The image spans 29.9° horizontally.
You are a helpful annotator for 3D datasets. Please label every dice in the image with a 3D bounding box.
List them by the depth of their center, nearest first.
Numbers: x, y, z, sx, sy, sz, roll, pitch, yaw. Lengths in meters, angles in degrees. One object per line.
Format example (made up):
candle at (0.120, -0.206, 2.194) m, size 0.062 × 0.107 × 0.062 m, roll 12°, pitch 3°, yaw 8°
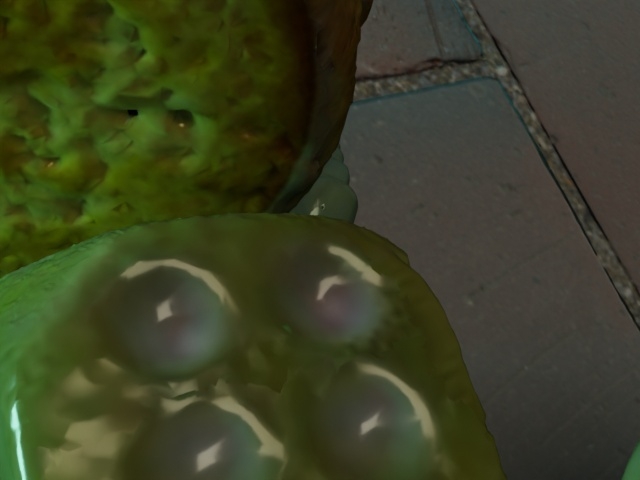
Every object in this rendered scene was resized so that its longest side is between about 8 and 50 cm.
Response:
dice at (-0.056, 0.137, 0.592) m, size 0.226 × 0.233 × 0.238 m, roll -6°, pitch 64°, yaw -28°

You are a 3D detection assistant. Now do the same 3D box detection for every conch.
conch at (-0.007, -0.001, 0.812) m, size 0.065 × 0.088 × 0.180 m, roll 1°, pitch 58°, yaw 26°

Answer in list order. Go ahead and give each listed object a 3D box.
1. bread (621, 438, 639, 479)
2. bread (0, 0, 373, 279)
bread at (0.257, 0.202, 0.621) m, size 0.253 × 0.376 × 0.348 m, roll 30°, pitch 56°, yaw 16°
bread at (-0.149, -0.134, 0.606) m, size 0.398 × 0.398 × 0.215 m, roll 14°, pitch 48°, yaw -18°
